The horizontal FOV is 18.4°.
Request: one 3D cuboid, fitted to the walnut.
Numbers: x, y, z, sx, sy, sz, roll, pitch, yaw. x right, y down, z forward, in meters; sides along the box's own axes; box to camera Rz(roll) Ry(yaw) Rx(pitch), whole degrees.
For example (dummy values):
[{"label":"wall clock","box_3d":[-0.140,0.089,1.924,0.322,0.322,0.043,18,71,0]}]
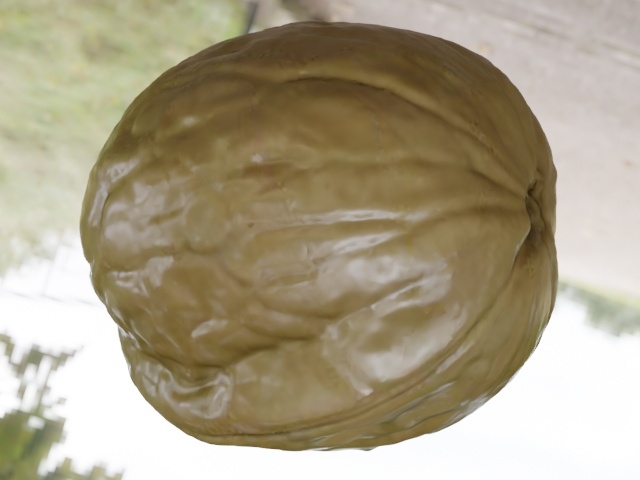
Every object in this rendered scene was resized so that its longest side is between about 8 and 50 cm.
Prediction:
[{"label":"walnut","box_3d":[0.000,0.000,0.926,0.228,0.228,0.228,18,-172,-3]}]
